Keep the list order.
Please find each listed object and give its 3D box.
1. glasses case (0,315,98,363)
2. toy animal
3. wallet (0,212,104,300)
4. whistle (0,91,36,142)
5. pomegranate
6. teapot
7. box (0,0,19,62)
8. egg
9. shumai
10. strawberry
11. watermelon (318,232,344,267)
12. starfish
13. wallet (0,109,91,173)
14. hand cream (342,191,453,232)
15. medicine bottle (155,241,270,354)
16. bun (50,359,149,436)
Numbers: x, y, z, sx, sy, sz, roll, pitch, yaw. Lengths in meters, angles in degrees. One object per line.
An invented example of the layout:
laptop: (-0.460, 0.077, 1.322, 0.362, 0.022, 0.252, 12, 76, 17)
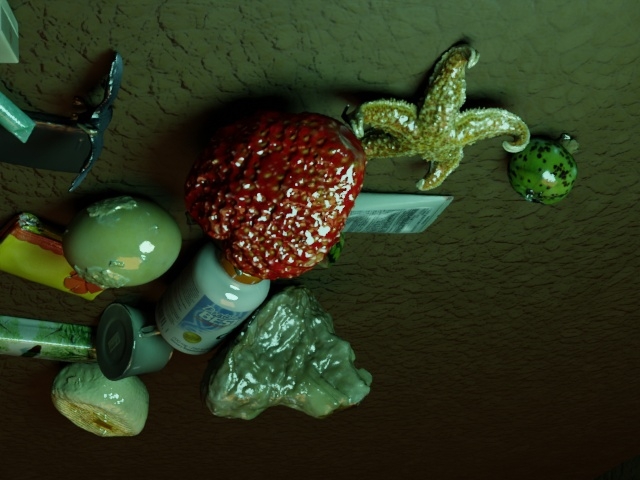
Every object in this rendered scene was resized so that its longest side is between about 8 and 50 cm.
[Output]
glasses case: (-0.616, 0.217, 1.864, 0.272, 0.062, 0.095, 11, 144, -27)
toy animal: (-0.329, -0.174, 1.261, 0.062, 0.108, 0.220, 14, 108, -26)
wallet: (-0.484, 0.036, 1.599, 0.141, 0.067, 0.241, -33, 140, 32)
whistle: (-0.471, -0.207, 1.213, 0.039, 0.039, 0.186, -20, 139, 19)
pomegranate: (0.396, -0.132, 1.502, 0.161, 0.122, 0.122, -41, 155, -20)
teapot: (-0.369, 0.215, 1.840, 0.149, 0.162, 0.239, 10, 153, -42)
box: (-0.485, -0.265, 1.067, 0.201, 0.058, 0.141, -2, 175, -9)
egg: (-0.340, 0.002, 1.490, 0.202, 0.164, 0.164, -5, 148, -6)
shumai: (-0.060, 0.261, 1.760, 0.283, 0.346, 0.217, 38, 138, -5)
strawberry: (-0.072, -0.078, 1.319, 0.261, 0.261, 0.257, -2, 168, -10)
watermelon: (0.007, 0.009, 1.663, 0.087, 0.068, 0.163, -14, 146, 8)
starfish: (0.159, -0.178, 1.362, 0.303, 0.113, 0.312, 12, 146, -30)
wallet: (-0.468, -0.155, 1.330, 0.244, 0.025, 0.124, 8, 145, -25)
hand cream: (0.077, -0.054, 1.597, 0.341, 0.077, 0.124, -1, 148, -27)
medicine bottle: (-0.198, 0.096, 1.673, 0.157, 0.157, 0.289, 12, 144, -29)
bun: (-0.510, 0.358, 2.034, 0.244, 0.153, 0.243, 9, 141, 8)
